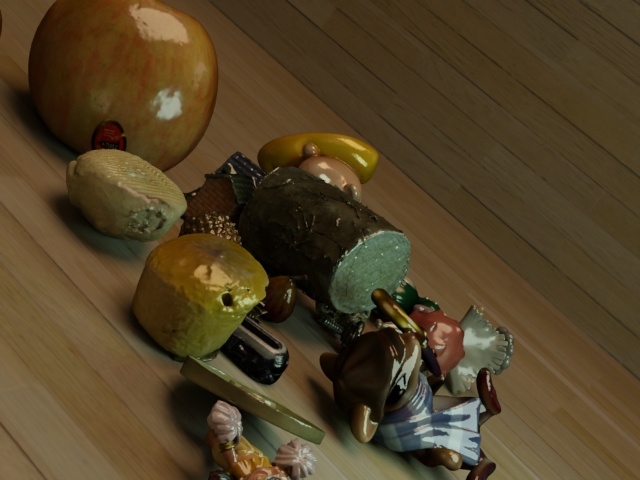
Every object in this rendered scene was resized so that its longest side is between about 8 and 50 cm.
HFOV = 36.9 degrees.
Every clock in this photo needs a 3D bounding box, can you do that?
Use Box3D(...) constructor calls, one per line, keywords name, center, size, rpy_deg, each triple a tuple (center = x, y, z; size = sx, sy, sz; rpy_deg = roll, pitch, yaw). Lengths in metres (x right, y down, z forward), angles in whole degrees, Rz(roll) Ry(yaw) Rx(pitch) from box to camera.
Box3D(name="clock", center=(-0.099, 0.234, 1.411), size=(0.235, 0.029, 0.235), rpy_deg=(27, -8, 4))

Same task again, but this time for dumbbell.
Box3D(name="dumbbell", center=(0.114, 0.226, 1.933), size=(0.254, 0.110, 0.110), rpy_deg=(30, 17, -3))

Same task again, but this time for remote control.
Box3D(name="remote control", center=(-0.160, 0.137, 1.649), size=(0.266, 0.066, 0.090), rpy_deg=(41, 16, 10))

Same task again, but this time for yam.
Box3D(name="yam", center=(0.000, 0.000, 1.945), size=(0.241, 0.241, 0.348), rpy_deg=(19, 9, -47))

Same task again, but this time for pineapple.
Box3D(name="pineapple", center=(-0.179, 0.059, 1.784), size=(0.125, 0.125, 0.251), rpy_deg=(15, 38, -52))

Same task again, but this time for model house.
Box3D(name="model house", center=(-0.188, -0.099, 2.036), size=(0.166, 0.172, 0.183), rpy_deg=(43, 18, 13))

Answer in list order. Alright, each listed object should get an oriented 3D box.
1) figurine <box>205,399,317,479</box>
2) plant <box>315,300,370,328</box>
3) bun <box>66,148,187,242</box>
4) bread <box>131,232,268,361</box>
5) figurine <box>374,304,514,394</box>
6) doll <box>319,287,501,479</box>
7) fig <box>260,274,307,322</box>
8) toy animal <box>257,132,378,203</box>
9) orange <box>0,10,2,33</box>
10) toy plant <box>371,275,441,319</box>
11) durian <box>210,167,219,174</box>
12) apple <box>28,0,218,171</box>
Box3D(name="figurine", center=(-0.091, 0.310, 1.257), size=(0.174, 0.116, 0.240), rpy_deg=(31, 12, -27))
Box3D(name="plant", center=(0.041, 0.131, 1.980), size=(0.122, 0.116, 0.104), rpy_deg=(59, 13, -67))
Box3D(name="bun", center=(-0.353, -0.070, 1.693), size=(0.220, 0.134, 0.220), rpy_deg=(28, 16, -9))
Box3D(name="bread", center=(-0.194, 0.083, 1.530), size=(0.197, 0.170, 0.197), rpy_deg=(23, 25, -12))
Box3D(name="figurine", center=(0.262, 0.230, 2.115), size=(0.386, 0.207, 0.166), rpy_deg=(9, 11, -32))
Box3D(name="doll", center=(0.173, 0.275, 1.720), size=(0.339, 0.209, 0.318), rpy_deg=(33, 27, -29))
Box3D(name="fig", center=(-0.075, 0.095, 1.834), size=(0.089, 0.125, 0.089), rpy_deg=(35, 21, -16))
Box3D(name="toy animal", center=(-0.034, -0.103, 2.312), size=(0.277, 0.345, 0.247), rpy_deg=(17, 58, -21))
Box3D(name="orange", center=(-0.701, -0.414, 1.793), size=(0.206, 0.206, 0.206), rpy_deg=(34, 17, -12))
Box3D(name="toy plant", center=(0.168, 0.129, 2.258), size=(0.232, 0.113, 0.243), rpy_deg=(22, 4, -13))
Box3D(name="durian", center=(-0.193, -0.138, 2.268), size=(0.137, 0.095, 0.221), rpy_deg=(36, 11, -8))
Box3D(name="apple", center=(-0.394, -0.338, 1.954), size=(0.391, 0.347, 0.391), rpy_deg=(31, 13, -8))
